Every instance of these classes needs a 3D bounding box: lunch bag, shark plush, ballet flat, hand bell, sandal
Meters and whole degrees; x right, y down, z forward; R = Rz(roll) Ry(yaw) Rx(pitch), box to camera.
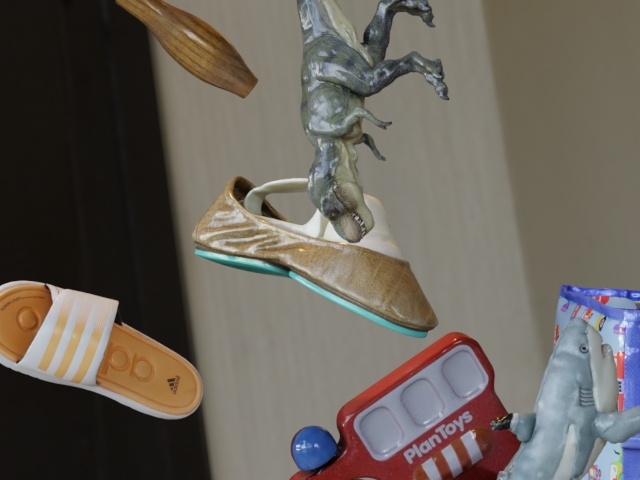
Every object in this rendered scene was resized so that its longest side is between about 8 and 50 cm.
[{"bbox_3d":[0.295,0.166,1.785,0.138,0.221,0.293,2,4,7],"label":"lunch bag"},{"bbox_3d":[0.131,0.127,1.145,0.161,0.067,0.073,-45,17,-4],"label":"shark plush"},{"bbox_3d":[0.000,0.000,1.929,0.116,0.124,0.342,19,0,-44],"label":"ballet flat"},{"bbox_3d":[-0.148,-0.190,1.398,0.242,0.126,0.126,39,-22,-10],"label":"hand bell"},{"bbox_3d":[-0.223,0.107,1.898,0.265,0.102,0.076,23,-29,-26],"label":"sandal"}]

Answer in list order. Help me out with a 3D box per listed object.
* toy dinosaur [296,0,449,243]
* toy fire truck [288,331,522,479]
[{"bbox_3d":[0.032,-0.137,1.379,0.118,0.268,0.064,-12,-20,8],"label":"toy dinosaur"},{"bbox_3d":[0.091,0.272,1.991,0.302,0.254,0.169,-33,17,-6],"label":"toy fire truck"}]
